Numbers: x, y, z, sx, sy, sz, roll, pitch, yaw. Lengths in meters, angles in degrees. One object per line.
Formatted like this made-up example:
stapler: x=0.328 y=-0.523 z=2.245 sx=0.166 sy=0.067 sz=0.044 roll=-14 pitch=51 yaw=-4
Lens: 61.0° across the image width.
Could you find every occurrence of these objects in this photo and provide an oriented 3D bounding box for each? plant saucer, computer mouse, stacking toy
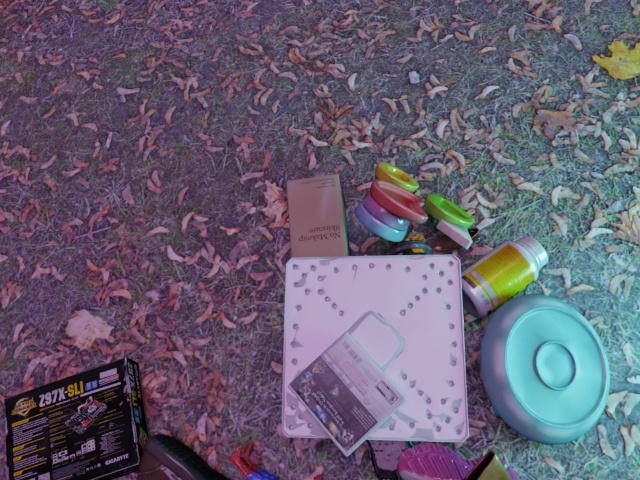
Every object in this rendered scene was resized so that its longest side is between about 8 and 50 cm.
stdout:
plant saucer: x=0.490 y=0.266 z=1.156 sx=0.317 sy=0.044 sz=0.318 roll=4 pitch=73 yaw=-14
computer mouse: x=0.122 y=0.480 z=1.185 sx=0.184 sy=0.060 sz=0.262 roll=-24 pitch=69 yaw=2
stacking toy: x=0.218 y=-0.049 z=1.322 sx=0.279 sy=0.309 sz=0.130 roll=31 pitch=113 yaw=2

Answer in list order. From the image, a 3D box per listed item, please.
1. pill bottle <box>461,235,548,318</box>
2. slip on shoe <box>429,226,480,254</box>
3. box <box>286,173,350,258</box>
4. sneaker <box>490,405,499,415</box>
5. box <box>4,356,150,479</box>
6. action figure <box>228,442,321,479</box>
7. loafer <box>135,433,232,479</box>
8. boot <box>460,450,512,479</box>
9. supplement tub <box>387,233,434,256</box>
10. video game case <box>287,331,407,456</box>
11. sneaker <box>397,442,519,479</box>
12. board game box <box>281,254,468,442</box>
pill bottle: x=0.425 y=0.081 z=1.283 sx=0.215 sy=0.117 sz=0.117 roll=-34 pitch=65 yaw=-7
slip on shoe: x=0.340 y=-0.001 z=1.377 sx=0.135 sy=0.041 sz=0.051 roll=-13 pitch=64 yaw=3
box: x=0.000 y=0.000 z=1.388 sx=0.147 sy=0.121 sz=0.311 roll=-9 pitch=64 yaw=5
sneaker: x=0.413 y=0.276 z=1.211 sx=0.092 sy=0.087 sz=0.229 roll=-2 pitch=64 yaw=8
box: x=-0.580 y=0.456 z=1.296 sx=0.321 sy=0.079 sz=0.257 roll=-20 pitch=62 yaw=0
action figure: x=-0.055 y=0.523 z=1.166 sx=0.280 sy=0.091 sz=0.139 roll=41 pitch=89 yaw=23
loafer: x=-0.253 y=0.572 z=1.173 sx=0.365 sy=0.134 sz=0.130 roll=29 pitch=85 yaw=24
boot: x=0.386 y=0.491 z=1.035 sx=0.264 sy=0.096 sz=0.280 roll=-39 pitch=105 yaw=1
supplement tub: x=0.225 y=0.087 z=1.314 sx=0.116 sy=0.117 sz=0.191 roll=-9 pitch=64 yaw=5
video game case: x=0.055 y=0.320 z=1.145 sx=0.173 sy=0.022 sz=0.190 roll=-42 pitch=75 yaw=-3
sneaker: x=0.268 y=0.492 z=1.090 sx=0.252 sy=0.103 sz=0.111 roll=16 pitch=109 yaw=-7
board game box: x=0.114 y=0.229 z=1.195 sx=0.389 sy=0.050 sz=0.390 roll=-2 pitch=76 yaw=9
